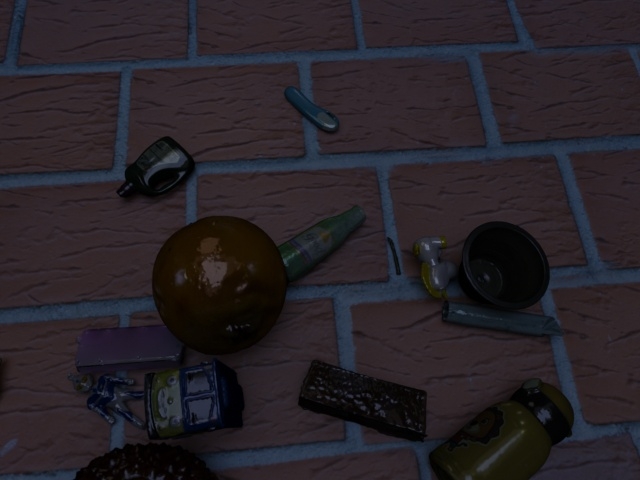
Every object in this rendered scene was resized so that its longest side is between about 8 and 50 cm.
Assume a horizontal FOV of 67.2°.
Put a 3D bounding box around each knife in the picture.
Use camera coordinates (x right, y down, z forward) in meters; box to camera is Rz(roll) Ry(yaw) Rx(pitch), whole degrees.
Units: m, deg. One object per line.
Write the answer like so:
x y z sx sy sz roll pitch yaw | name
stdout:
-0.030 -0.413 1.512 0.222 0.031 0.064 42 77 16 | knife

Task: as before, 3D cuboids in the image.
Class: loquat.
-0.236 0.103 1.151 0.328 0.328 0.329 1 69 -2 | loquat

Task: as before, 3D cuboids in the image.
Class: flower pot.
0.458 0.082 1.278 0.235 0.148 0.236 3 69 -9 | flower pot

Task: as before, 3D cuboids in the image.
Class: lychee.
-0.372 0.567 0.982 0.330 0.306 0.306 -26 72 -7 | lychee

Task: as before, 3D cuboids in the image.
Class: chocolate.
0.112 0.390 1.178 0.320 0.112 0.112 15 59 4 | chocolate
0.000 0.000 1.321 0.291 0.110 0.110 -34 74 -17 | chocolate

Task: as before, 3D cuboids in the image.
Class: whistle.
0.483 0.211 1.280 0.311 0.062 0.062 9 69 1 | whistle

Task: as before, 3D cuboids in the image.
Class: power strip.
-0.471 0.268 1.208 0.278 0.038 0.109 -3 48 -4 | power strip

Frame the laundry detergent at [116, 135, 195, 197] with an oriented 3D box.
-0.478 -0.190 1.379 0.144 0.078 0.222 41 72 8 | laundry detergent

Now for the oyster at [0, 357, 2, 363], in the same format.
-0.839 0.369 1.158 0.124 0.064 0.177 5 71 -5 | oyster

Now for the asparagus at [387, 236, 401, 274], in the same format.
0.208 0.042 1.357 0.015 0.014 0.115 -2 67 -22 | asparagus

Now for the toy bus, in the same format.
-0.271 0.358 1.068 0.175 0.288 0.138 -10 70 -5 | toy bus

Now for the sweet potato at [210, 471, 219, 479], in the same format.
-0.227 0.632 1.089 0.058 0.055 0.202 -17 70 21 | sweet potato

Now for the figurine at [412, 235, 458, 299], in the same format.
0.306 0.075 1.300 0.129 0.109 0.178 -18 84 -45 | figurine

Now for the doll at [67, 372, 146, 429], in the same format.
-0.517 0.380 1.172 0.227 0.057 0.114 20 73 3 | doll

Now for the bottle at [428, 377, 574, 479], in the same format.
0.436 0.467 1.125 0.351 0.171 0.172 -33 74 -16 | bottle
